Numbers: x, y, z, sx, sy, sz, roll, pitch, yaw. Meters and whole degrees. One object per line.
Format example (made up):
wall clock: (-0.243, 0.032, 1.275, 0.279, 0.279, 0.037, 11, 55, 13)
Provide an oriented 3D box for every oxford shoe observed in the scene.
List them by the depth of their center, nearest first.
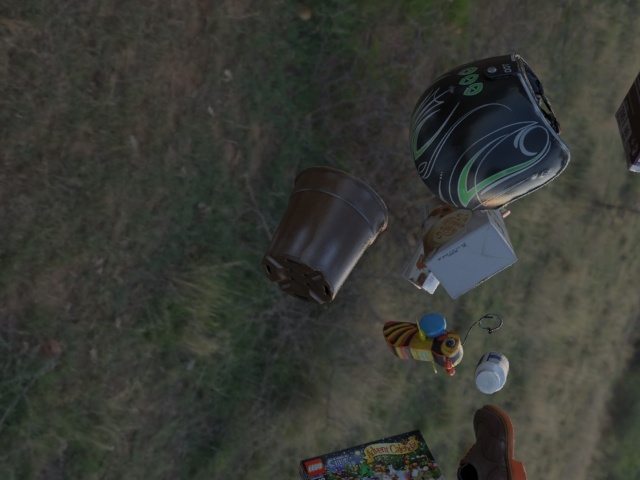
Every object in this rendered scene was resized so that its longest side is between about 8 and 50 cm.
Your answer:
oxford shoe: (0.276, 0.361, 1.335, 0.271, 0.099, 0.096, -85, 174, -71)

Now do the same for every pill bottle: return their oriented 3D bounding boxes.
pill bottle: (0.364, 0.284, 1.701, 0.120, 0.067, 0.067, -26, 128, -69)

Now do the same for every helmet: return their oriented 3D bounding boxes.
helmet: (0.179, -0.115, 0.895, 0.169, 0.162, 0.169, 43, 30, -33)

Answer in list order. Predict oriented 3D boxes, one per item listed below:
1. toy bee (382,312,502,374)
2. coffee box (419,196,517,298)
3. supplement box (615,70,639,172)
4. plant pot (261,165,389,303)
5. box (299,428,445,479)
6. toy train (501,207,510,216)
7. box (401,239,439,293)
toy bee: (0.298, 0.266, 2.049, 0.195, 0.298, 0.162, 45, 39, -27)
coffee box: (0.273, -0.016, 1.507, 0.098, 0.141, 0.246, 50, 21, -18)
supplement box: (0.483, -0.213, 1.054, 0.239, 0.073, 0.130, 105, -5, -46)
plant pot: (0.000, 0.000, 1.249, 0.165, 0.167, 0.167, -62, 153, -29)
box: (0.097, 0.432, 1.391, 0.233, 0.159, 0.044, -11, 135, -17)
toy train: (0.465, -0.045, 2.191, 0.125, 0.046, 0.166, -30, 152, -45)
box: (0.296, -0.036, 1.763, 0.324, 0.063, 0.067, -59, 145, -1)
